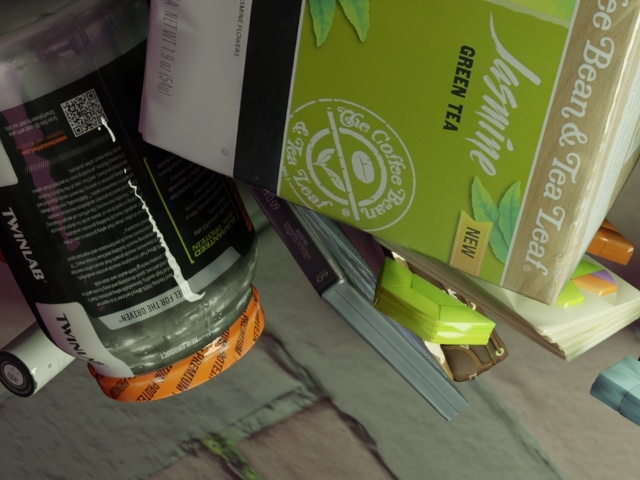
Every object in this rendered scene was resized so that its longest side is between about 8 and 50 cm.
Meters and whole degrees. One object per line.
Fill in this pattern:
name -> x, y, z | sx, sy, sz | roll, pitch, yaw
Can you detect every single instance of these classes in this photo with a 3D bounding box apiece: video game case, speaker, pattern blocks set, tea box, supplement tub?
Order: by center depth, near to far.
tea box -> 0.077, -0.191, 0.934 | 0.323, 0.220, 0.329 | 21, 129, 16
pattern blocks set -> 0.133, 0.012, 1.008 | 0.324, 0.285, 0.026 | 29, 118, 18
video game case -> 0.000, 0.000, 1.079 | 0.026, 0.274, 0.196 | -39, 135, 5
supplement tub -> -0.182, -0.045, 1.207 | 0.207, 0.207, 0.338 | -6, 117, 34
speaker -> -0.257, 0.095, 1.401 | 0.055, 0.136, 0.055 | 19, 130, 25

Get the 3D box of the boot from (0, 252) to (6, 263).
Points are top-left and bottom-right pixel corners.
boot -> -0.306, -0.067, 1.353 | 0.176, 0.088, 0.244 | 25, 139, 13

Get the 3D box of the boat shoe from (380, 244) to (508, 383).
boat shoe -> 0.096, 0.026, 1.188 | 0.073, 0.073, 0.207 | -24, 116, 1

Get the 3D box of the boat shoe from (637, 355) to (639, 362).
boat shoe -> 0.366, 0.055, 1.020 | 0.302, 0.091, 0.114 | -29, 104, 41
